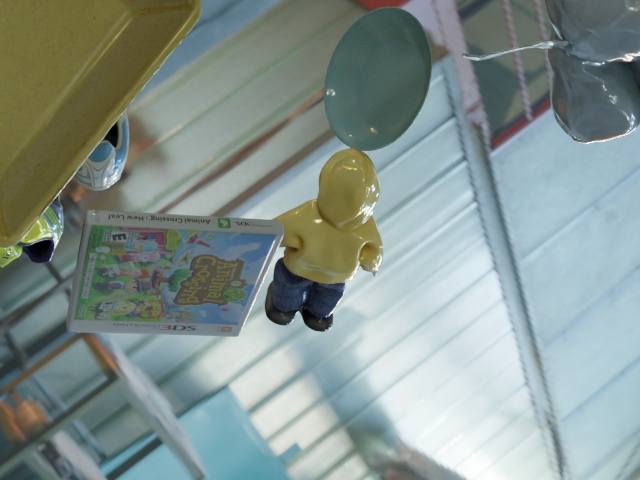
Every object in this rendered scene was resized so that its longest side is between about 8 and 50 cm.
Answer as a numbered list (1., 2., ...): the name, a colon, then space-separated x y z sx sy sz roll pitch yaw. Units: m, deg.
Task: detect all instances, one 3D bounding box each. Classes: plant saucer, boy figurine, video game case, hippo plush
1. plant saucer: 0.084 -0.211 1.453 0.037 0.195 0.195 11 25 -44
2. boy figurine: 0.000 0.000 1.418 0.092 0.177 0.285 -92 -164 -45
3. plant saucer: -0.343 -0.219 1.085 0.332 0.333 0.081 40 -9 -20
4. video game case: -0.156 0.040 1.130 0.212 0.193 0.023 116 -29 -52
5. hippo plush: 0.259 -0.237 0.942 0.234 0.294 0.237 104 -12 -61

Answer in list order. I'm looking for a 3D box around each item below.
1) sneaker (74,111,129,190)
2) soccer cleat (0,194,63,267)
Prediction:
1. sneaker: -0.280 -0.169 1.366 0.086 0.085 0.237 112 -27 -45
2. soccer cleat: -0.440 -0.027 1.481 0.289 0.093 0.121 22 70 -71
